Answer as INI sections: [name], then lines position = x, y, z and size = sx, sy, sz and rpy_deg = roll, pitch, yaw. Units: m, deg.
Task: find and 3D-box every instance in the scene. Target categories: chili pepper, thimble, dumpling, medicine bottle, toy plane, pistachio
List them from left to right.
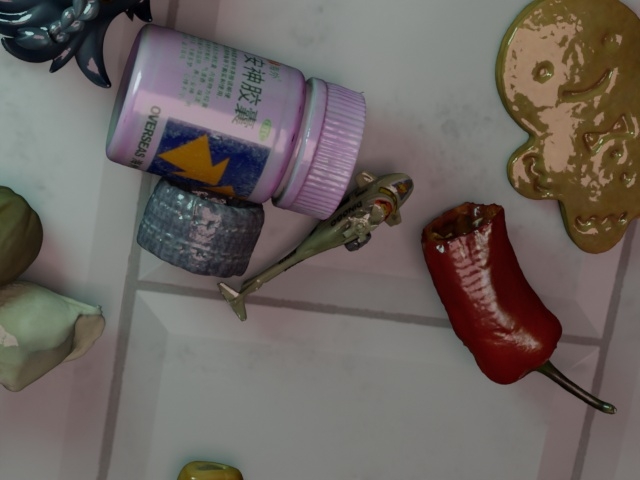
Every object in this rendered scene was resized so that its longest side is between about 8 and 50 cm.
[pistachio]
position = -0.424, 0.010, 1.823
size = 0.135, 0.226, 0.136
rpy_deg = 13, 123, 22
[dumpling]
position = -0.392, 0.134, 1.887
size = 0.126, 0.216, 0.166
rpy_deg = 39, 125, 11
[thimble]
position = -0.149, -0.020, 1.892
size = 0.150, 0.150, 0.098
rpy_deg = 16, 103, -13
[medicine bottle]
position = -0.105, -0.143, 1.851
size = 0.290, 0.178, 0.178
rpy_deg = 17, 100, -13
[toy plane]
position = 0.000, 0.000, 1.950
size = 0.286, 0.108, 0.092
rpy_deg = -32, 108, 12
[chili pepper]
position = 0.247, 0.118, 1.997
size = 0.131, 0.134, 0.338
rpy_deg = -35, 108, -18

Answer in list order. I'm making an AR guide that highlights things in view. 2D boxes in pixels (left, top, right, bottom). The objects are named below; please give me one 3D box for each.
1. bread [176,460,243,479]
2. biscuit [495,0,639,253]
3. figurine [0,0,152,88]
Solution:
[bread]
position = -0.163, 0.413, 2.032
size = 0.092, 0.074, 0.239
rpy_deg = 1, 105, -26
[biscuit]
position = 0.367, -0.162, 1.993
size = 0.275, 0.052, 0.355
rpy_deg = -22, 107, -4
[figurine]
position = -0.290, -0.307, 1.757
size = 0.175, 0.197, 0.265
rpy_deg = 2, 116, -54
